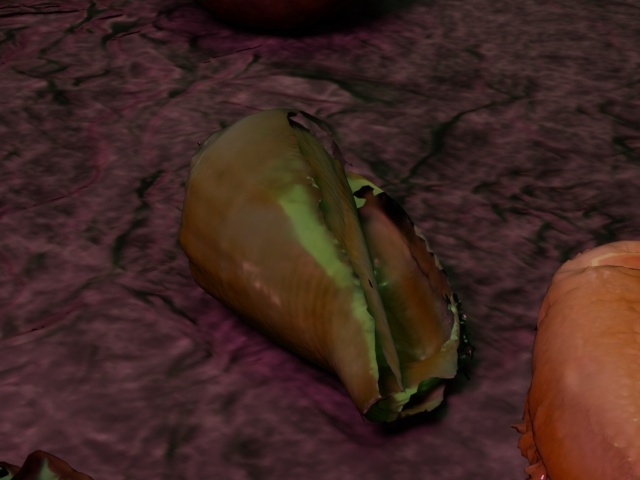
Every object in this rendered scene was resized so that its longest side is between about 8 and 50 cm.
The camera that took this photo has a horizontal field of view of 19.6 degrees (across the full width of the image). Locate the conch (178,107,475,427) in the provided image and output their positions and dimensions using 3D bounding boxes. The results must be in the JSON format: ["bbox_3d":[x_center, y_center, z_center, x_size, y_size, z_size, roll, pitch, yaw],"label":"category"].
[{"bbox_3d":[-0.003,0.002,0.739,0.095,0.079,0.201,-5,41,-39],"label":"conch"}]

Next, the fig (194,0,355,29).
[{"bbox_3d":[-0.009,-0.215,1.099,0.160,0.143,0.231,-9,23,25],"label":"fig"}]

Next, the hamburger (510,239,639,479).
[{"bbox_3d":[0.159,0.071,0.554,0.213,0.108,0.214,-1,27,1],"label":"hamburger"}]

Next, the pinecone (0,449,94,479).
[{"bbox_3d":[-0.109,0.111,0.441,0.173,0.174,0.173,0,26,0],"label":"pinecone"}]
